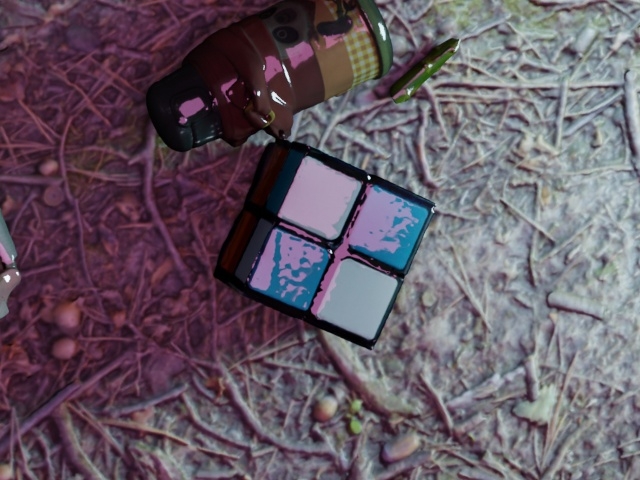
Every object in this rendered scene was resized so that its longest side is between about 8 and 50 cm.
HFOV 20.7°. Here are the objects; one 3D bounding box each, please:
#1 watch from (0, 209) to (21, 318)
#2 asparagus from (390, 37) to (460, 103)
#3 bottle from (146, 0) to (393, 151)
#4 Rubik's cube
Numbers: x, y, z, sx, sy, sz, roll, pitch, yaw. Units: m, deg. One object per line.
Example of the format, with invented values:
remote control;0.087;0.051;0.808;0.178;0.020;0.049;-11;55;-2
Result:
watch;-0.465;-0.006;1.865;0.253;0.162;0.241;-15;89;-15
asparagus;0.122;-0.198;2.037;0.108;0.021;0.025;-42;108;-6
bottle;-0.059;-0.181;1.926;0.271;0.156;0.143;-28;96;-13
Rubik's cube;0.001;0.000;1.948;0.167;0.180;0.183;22;89;-15
